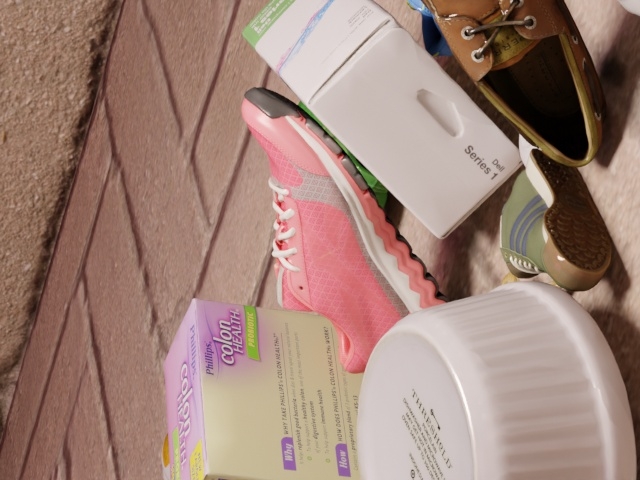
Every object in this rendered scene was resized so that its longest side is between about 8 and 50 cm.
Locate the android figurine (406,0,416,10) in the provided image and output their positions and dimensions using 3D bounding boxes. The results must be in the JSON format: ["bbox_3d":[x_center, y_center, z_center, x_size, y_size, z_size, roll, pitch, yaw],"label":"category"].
[{"bbox_3d":[0.126,-0.382,2.088,0.248,0.056,0.273,158,121,-68],"label":"android figurine"}]

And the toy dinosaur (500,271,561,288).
[{"bbox_3d":[0.169,0.070,1.733,0.183,0.053,0.093,148,131,-66],"label":"toy dinosaur"}]

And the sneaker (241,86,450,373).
[{"bbox_3d":[0.000,0.000,1.869,0.136,0.314,0.116,-36,18,-1],"label":"sneaker"}]

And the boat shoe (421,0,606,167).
[{"bbox_3d":[0.152,-0.184,1.600,0.110,0.307,0.104,-31,37,18],"label":"boat shoe"}]

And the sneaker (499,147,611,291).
[{"bbox_3d":[0.193,0.005,1.670,0.192,0.064,0.086,-96,29,-57],"label":"sneaker"}]

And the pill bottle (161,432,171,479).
[{"bbox_3d":[-0.124,0.248,2.414,0.215,0.117,0.117,128,147,-54],"label":"pill bottle"}]

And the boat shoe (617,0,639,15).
[{"bbox_3d":[0.300,-0.206,1.402,0.113,0.103,0.302,-63,17,-3],"label":"boat shoe"}]

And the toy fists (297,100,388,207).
[{"bbox_3d":[0.022,-0.087,2.192,0.142,0.096,0.279,-57,26,30],"label":"toy fists"}]

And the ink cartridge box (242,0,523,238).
[{"bbox_3d":[0.055,-0.143,1.908,0.117,0.201,0.278,-45,24,3],"label":"ink cartridge box"}]

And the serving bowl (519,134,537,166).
[{"bbox_3d":[0.199,-0.097,1.768,0.083,0.027,0.083,-171,90,-72],"label":"serving bowl"}]

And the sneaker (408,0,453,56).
[{"bbox_3d":[0.148,-0.253,1.783,0.091,0.126,0.240,55,150,40],"label":"sneaker"}]

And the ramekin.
[{"bbox_3d":[0.130,0.170,1.592,0.273,0.127,0.273,176,90,-66],"label":"ramekin"}]

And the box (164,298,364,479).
[{"bbox_3d":[-0.020,0.188,1.937,0.117,0.243,0.213,117,154,-44],"label":"box"}]
